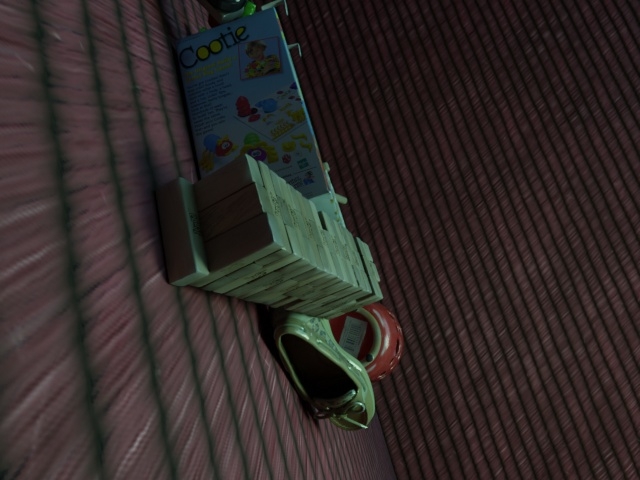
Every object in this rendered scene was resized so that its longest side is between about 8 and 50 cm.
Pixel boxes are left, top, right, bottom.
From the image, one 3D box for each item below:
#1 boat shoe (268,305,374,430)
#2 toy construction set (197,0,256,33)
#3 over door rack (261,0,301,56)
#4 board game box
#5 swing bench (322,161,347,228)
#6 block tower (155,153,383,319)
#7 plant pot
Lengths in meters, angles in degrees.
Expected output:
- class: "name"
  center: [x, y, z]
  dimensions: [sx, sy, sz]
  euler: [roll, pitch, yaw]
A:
- class: "boat shoe"
  center: [0.002, 0.202, 0.651]
  dimensions: [0.285, 0.104, 0.089]
  euler: [59, 14, -26]
- class: "toy construction set"
  center: [-0.163, -0.434, 0.545]
  dimensions: [0.237, 0.258, 0.309]
  euler: [26, -2, -14]
- class: "over door rack"
  center: [-0.118, -0.351, 1.047]
  dimensions: [0.239, 0.108, 0.325]
  euler: [-19, 113, -85]
- class: "board game box"
  center: [-0.080, -0.135, 0.587]
  dimensions: [0.142, 0.144, 0.276]
  euler: [62, 12, -71]
- class: "swing bench"
  center: [0.000, 0.000, 1.008]
  dimensions: [0.254, 0.165, 0.254]
  euler: [41, 31, -72]
- class: "block tower"
  center: [-0.024, 0.020, 0.493]
  dimensions: [0.335, 0.097, 0.091]
  euler: [29, 40, -61]
- class: "plant pot"
  center: [0.075, 0.213, 0.952]
  dimensions: [0.174, 0.191, 0.191]
  euler: [42, 30, -66]
